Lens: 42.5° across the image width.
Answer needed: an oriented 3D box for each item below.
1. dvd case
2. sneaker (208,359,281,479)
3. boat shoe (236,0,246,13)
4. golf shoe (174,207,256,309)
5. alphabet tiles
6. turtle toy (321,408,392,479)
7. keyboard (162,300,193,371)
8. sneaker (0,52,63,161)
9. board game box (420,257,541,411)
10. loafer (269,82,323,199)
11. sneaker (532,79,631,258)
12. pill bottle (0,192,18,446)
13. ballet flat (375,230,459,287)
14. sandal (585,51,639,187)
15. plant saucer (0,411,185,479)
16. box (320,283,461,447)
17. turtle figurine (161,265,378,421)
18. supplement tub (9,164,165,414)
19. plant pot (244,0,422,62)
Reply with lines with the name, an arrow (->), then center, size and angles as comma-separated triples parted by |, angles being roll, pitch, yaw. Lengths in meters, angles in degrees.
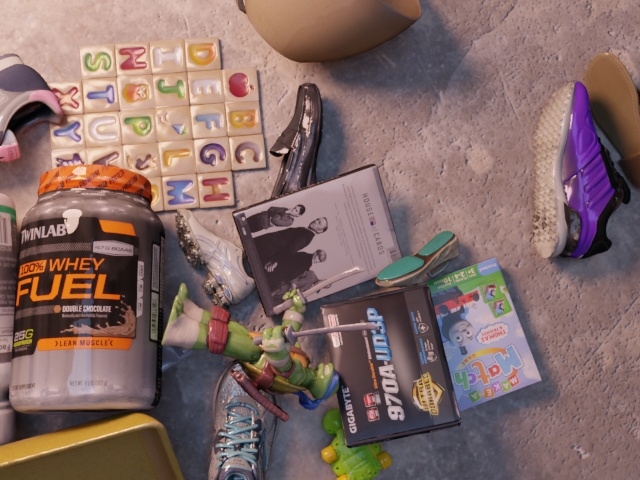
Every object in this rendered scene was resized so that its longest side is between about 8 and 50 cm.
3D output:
dvd case -> 0.000, 0.000, 1.299 | 0.238, 0.029, 0.179 | -20, 107, -10
sneaker -> -0.115, 0.320, 1.239 | 0.110, 0.122, 0.283 | 4, 82, -4
boat shoe -> -0.129, -0.487, 1.366 | 0.079, 0.084, 0.233 | -4, 91, 33
golf shoe -> -0.166, 0.019, 1.309 | 0.086, 0.069, 0.176 | -30, 92, -25
alphabet tiles -> -0.266, -0.187, 1.341 | 0.342, 0.011, 0.285 | -5, 84, -6
turtle toy -> 0.046, 0.322, 1.281 | 0.095, 0.066, 0.130 | -27, 86, -9
keyboard -> -0.297, 0.088, 1.308 | 0.072, 0.014, 0.256 | -32, 87, -2
sneaker -> -0.527, -0.150, 1.227 | 0.131, 0.112, 0.319 | 41, 64, 2
board game box -> 0.244, 0.153, 1.332 | 0.160, 0.039, 0.211 | -19, 86, -7
loafer -> -0.042, -0.146, 1.322 | 0.078, 0.076, 0.223 | 8, 87, -12
sneaker -> 0.436, -0.112, 1.355 | 0.146, 0.102, 0.293 | 5, 88, -9
pill bottle -> -0.537, 0.118, 1.184 | 0.204, 0.204, 0.361 | -4, 84, -5
ballet flat -> 0.162, 0.044, 1.313 | 0.168, 0.057, 0.052 | -30, 117, -24
sandal -> 0.527, -0.209, 1.393 | 0.079, 0.088, 0.240 | -26, 94, -39
plant saucer -> -0.351, 0.373, 1.163 | 0.333, 0.333, 0.081 | -14, 41, -7
box -> 0.105, 0.190, 1.255 | 0.175, 0.051, 0.220 | -11, 69, 3
turtle figurine -> -0.076, 0.109, 1.185 | 0.266, 0.275, 0.198 | 17, 41, -7
supplement tub -> -0.329, 0.076, 1.183 | 0.207, 0.207, 0.338 | -1, 75, -5
plant pot -> -0.009, -0.390, 1.281 | 0.191, 0.284, 0.284 | -39, 88, 27
